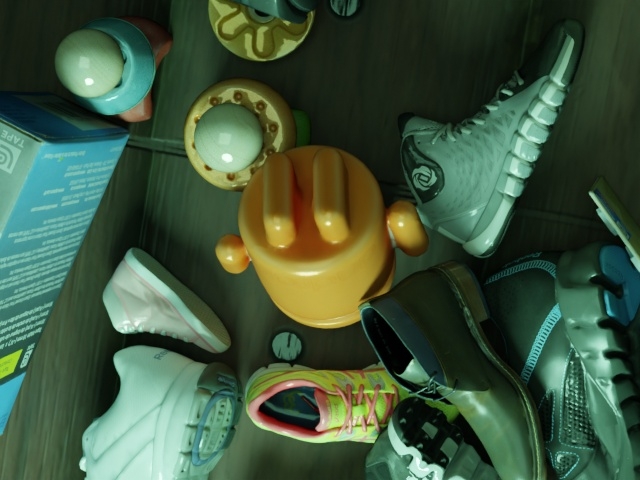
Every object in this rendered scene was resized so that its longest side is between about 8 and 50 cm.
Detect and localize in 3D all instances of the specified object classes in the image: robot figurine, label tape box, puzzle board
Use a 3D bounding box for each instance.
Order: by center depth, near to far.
[{"bbox_3d":[-0.002,0.000,1.182,0.158,0.219,0.128,-40,65,-10],"label":"robot figurine"},{"bbox_3d":[0.276,0.003,1.184,0.011,0.096,0.128,-36,88,20],"label":"puzzle board"},{"bbox_3d":[-0.311,0.034,1.211,0.106,0.240,0.334,26,99,6],"label":"label tape box"}]

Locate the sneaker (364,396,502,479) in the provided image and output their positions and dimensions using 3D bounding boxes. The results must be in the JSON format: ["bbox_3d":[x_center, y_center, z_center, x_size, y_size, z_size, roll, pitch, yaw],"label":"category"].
[{"bbox_3d":[0.132,0.248,1.209,0.234,0.078,0.106,43,129,1],"label":"sneaker"}]

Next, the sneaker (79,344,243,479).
[{"bbox_3d":[-0.173,0.237,1.292,0.129,0.111,0.297,23,98,26],"label":"sneaker"}]

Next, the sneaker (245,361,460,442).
[{"bbox_3d":[0.027,0.156,1.241,0.208,0.094,0.081,-3,93,8],"label":"sneaker"}]

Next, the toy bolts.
[{"bbox_3d":[-0.121,-0.164,1.203,0.228,0.158,0.218,13,97,8],"label":"toy bolts"}]

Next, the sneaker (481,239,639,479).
[{"bbox_3d":[0.243,0.169,1.213,0.139,0.125,0.341,-8,98,38],"label":"sneaker"}]

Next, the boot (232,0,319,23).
[{"bbox_3d":[-0.151,-0.426,1.203,0.445,0.146,0.367,24,80,19],"label":"boot"}]

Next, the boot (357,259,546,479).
[{"bbox_3d":[0.112,0.130,1.168,0.106,0.082,0.219,-14,72,-30],"label":"boot"}]

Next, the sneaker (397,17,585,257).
[{"bbox_3d":[0.139,-0.109,1.204,0.132,0.086,0.229,25,100,9],"label":"sneaker"}]

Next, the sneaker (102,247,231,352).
[{"bbox_3d":[-0.151,0.075,1.287,0.134,0.051,0.070,42,102,7],"label":"sneaker"}]
